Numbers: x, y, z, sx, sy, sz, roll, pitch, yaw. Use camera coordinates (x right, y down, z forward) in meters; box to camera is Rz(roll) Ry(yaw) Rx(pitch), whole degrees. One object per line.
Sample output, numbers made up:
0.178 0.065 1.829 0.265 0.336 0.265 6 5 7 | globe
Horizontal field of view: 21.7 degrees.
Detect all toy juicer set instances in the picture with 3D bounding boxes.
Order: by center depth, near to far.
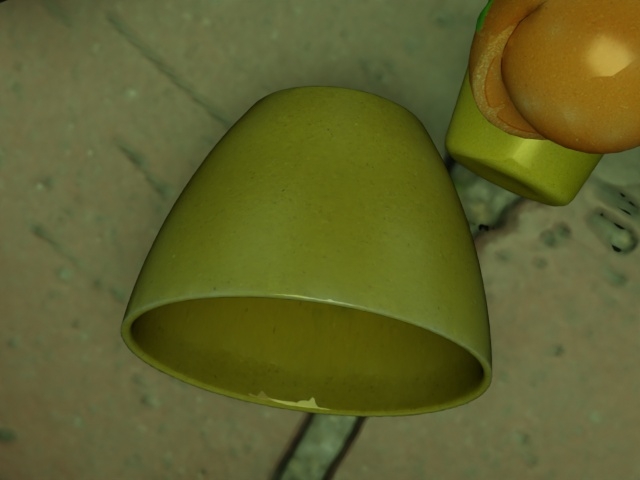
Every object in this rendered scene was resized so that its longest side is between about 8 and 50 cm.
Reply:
0.195 -0.016 0.534 0.329 0.209 0.090 26 86 9 | toy juicer set

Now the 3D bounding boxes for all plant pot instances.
0.000 0.000 0.615 0.134 0.134 0.095 6 68 2 | plant pot

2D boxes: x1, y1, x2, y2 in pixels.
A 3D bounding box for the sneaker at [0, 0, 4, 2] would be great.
-0.160 -0.272 0.609 0.147 0.145 0.385 -28 90 -27 | sneaker
